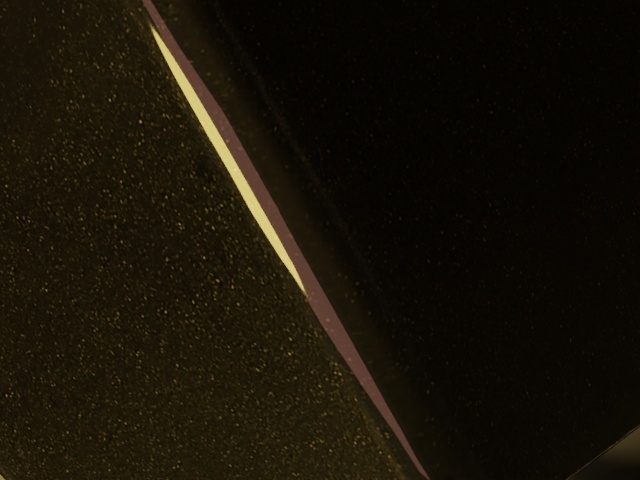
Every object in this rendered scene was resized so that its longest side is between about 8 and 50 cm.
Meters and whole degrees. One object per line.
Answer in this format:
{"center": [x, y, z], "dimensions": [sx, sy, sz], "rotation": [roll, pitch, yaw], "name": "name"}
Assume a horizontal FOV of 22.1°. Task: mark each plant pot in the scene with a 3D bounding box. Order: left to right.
{"center": [0.000, 0.000, 0.446], "dimensions": [0.187, 0.188, 0.167], "rotation": [-34, 83, 46], "name": "plant pot"}

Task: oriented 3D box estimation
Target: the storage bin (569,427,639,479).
{"center": [0.133, 0.059, 0.532], "dimensions": [0.091, 0.098, 0.135], "rotation": [9, 138, -12], "name": "storage bin"}
